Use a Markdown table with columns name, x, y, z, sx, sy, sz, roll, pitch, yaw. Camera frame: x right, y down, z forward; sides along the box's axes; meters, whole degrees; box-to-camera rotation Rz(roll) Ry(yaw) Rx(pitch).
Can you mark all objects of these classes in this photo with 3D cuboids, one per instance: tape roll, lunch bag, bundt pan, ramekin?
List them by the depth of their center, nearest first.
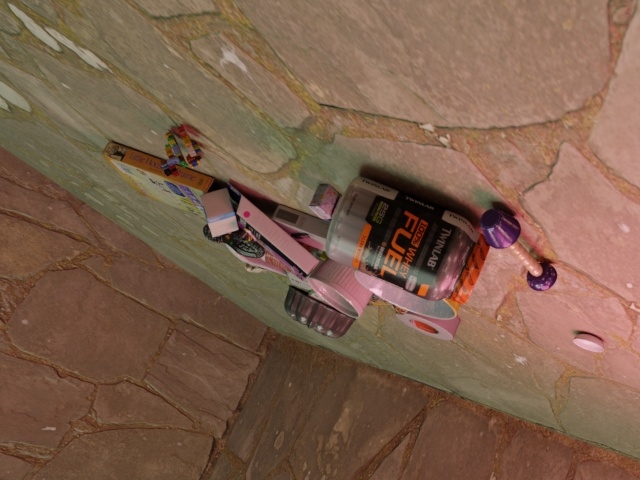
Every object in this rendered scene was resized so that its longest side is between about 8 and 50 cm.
| name | x | y | z | sx | sy | sz | roll | pitch | yaw |
| --- | --- | --- | --- | --- | --- | --- | --- | --- | --- |
| lunch bag | 0.021 | -0.094 | 1.629 | 0.053 | 0.071 | 0.083 | 3 | 150 | 45 |
| ramekin | 0.071 | 0.143 | 2.009 | 0.207 | 0.109 | 0.207 | 35 | 163 | 12 |
| tape roll | 0.379 | 0.275 | 2.237 | 0.219 | 0.072 | 0.219 | 24 | 163 | 8 |
| bundt pan | -0.017 | 0.320 | 2.741 | 0.330 | 0.124 | 0.331 | 27 | 178 | 1 |

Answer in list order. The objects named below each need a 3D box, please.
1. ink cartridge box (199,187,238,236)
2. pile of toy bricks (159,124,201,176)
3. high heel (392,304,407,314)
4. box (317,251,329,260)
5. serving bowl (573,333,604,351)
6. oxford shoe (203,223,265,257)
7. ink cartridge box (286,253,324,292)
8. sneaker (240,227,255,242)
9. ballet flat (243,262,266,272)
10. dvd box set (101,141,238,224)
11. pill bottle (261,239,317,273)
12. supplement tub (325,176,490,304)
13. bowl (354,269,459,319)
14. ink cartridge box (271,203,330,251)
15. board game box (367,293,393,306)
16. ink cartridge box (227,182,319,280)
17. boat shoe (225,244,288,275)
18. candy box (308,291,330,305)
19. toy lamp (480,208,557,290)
| name | x | y | z | sx | sy | sz | roll | pitch | yaw |
| --- | --- | --- | --- | --- | --- | --- | --- | --- | --- |
| ink cartridge box | -0.317 | -0.082 | 1.992 | 0.089 | 0.092 | 0.143 | -17 | 155 | -9 |
| pile of toy bricks | -0.399 | -0.255 | 1.748 | 0.212 | 0.118 | 0.105 | 134 | 111 | -84 |
| high heel | 0.210 | 0.152 | 2.053 | 0.186 | 0.093 | 0.261 | 17 | 148 | 13 |
| box | 0.077 | 0.082 | 2.120 | 0.179 | 0.043 | 0.105 | 18 | 163 | 41 |
| serving bowl | 0.754 | 0.283 | 1.772 | 0.083 | 0.027 | 0.083 | 23 | 164 | 7 |
| oxford shoe | -0.272 | -0.015 | 2.116 | 0.227 | 0.096 | 0.083 | 27 | 121 | 15 |
| ink cartridge box | -0.042 | 0.111 | 2.317 | 0.153 | 0.087 | 0.208 | 21 | 160 | 16 |
| sneaker | -0.229 | -0.011 | 1.965 | 0.031 | 0.035 | 0.083 | 36 | 167 | 26 |
| ballet flat | -0.280 | 0.096 | 2.665 | 0.091 | 0.077 | 0.241 | 33 | 163 | -25 |
| dvd box set | -0.499 | -0.182 | 2.156 | 0.420 | 0.062 | 0.308 | 20 | 163 | 19 |
| pill bottle | -0.129 | 0.033 | 2.160 | 0.216 | 0.121 | 0.121 | 22 | 163 | 12 |
| supplement tub | 0.197 | 0.005 | 1.430 | 0.337 | 0.207 | 0.207 | 22 | 164 | 10 |
| bowl | 0.249 | 0.076 | 1.660 | 0.289 | 0.156 | 0.289 | 24 | 164 | 7 |
| ink cartridge box | 0.000 | 0.000 | 1.978 | 0.275 | 0.060 | 0.239 | 21 | 162 | 17 |
| board game box | 0.146 | 0.180 | 2.217 | 0.243 | 0.042 | 0.165 | -3 | 152 | 40 |
| ink cartridge box | -0.166 | -0.022 | 1.976 | 0.371 | 0.069 | 0.176 | 43 | 169 | 3 |
| boat shoe | -0.243 | 0.053 | 2.390 | 0.335 | 0.121 | 0.119 | 34 | 158 | -31 |
| candy box | 0.065 | 0.229 | 2.568 | 0.196 | 0.070 | 0.165 | 28 | 164 | -8 |
| toy lamp | 0.426 | 0.019 | 1.365 | 0.080 | 0.080 | 0.274 | 9 | 158 | 45 |
